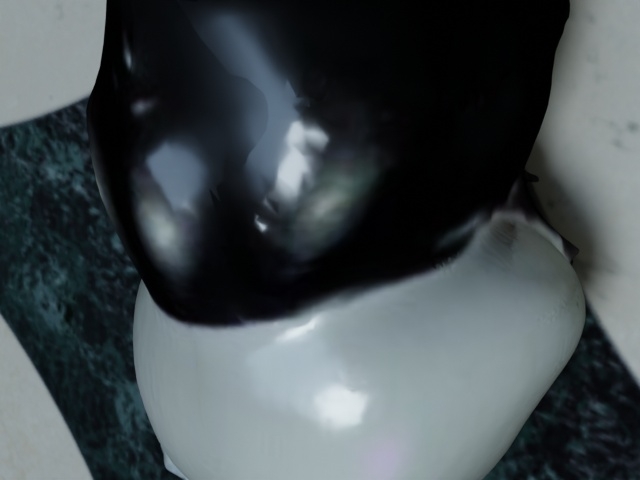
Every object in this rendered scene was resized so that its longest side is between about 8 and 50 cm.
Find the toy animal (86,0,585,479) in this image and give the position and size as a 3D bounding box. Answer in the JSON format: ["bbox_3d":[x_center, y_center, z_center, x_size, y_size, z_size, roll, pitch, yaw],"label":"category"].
[{"bbox_3d":[0.000,0.000,0.896,0.251,0.251,0.310,8,106,35],"label":"toy animal"}]
